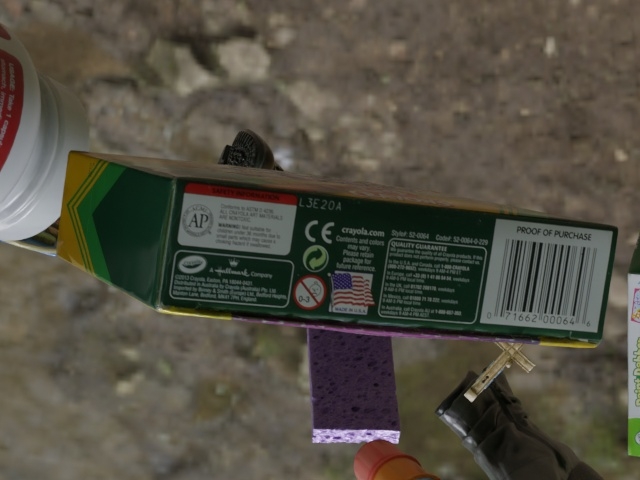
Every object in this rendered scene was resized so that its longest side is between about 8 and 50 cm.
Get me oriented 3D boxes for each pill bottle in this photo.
[{"bbox_3d":[-0.409,-0.133,1.369,0.229,0.229,0.408,-18,156,28],"label":"pill bottle"}]

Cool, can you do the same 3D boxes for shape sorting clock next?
[{"bbox_3d":[-0.413,-0.042,1.968,0.206,0.206,0.040,19,108,-20],"label":"shape sorting clock"}]

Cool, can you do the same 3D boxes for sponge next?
[{"bbox_3d":[0.042,0.184,2.036,0.117,0.210,0.031,0,135,-3],"label":"sponge"}]

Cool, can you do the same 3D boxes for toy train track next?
[{"bbox_3d":[0.158,0.111,1.329,0.048,0.014,0.083,43,105,9],"label":"toy train track"}]

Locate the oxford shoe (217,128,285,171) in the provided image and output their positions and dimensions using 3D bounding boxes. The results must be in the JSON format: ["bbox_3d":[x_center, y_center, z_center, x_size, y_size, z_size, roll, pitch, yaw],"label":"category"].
[{"bbox_3d":[-0.078,-0.088,1.913,0.096,0.082,0.227,22,175,-9],"label":"oxford shoe"}]

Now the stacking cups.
[{"bbox_3d":[0.131,0.325,1.734,0.096,0.316,0.096,-6,107,-19],"label":"stacking cups"}]

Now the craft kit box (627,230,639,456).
[{"bbox_3d":[0.420,0.100,1.849,0.061,0.250,0.246,0,113,19],"label":"craft kit box"}]

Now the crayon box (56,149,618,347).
[{"bbox_3d":[0.000,0.000,1.221,0.363,0.106,0.313,6,-175,-23],"label":"crayon box"}]

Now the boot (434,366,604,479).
[{"bbox_3d":[0.221,0.280,1.866,0.118,0.222,0.338,-45,171,15],"label":"boot"}]
